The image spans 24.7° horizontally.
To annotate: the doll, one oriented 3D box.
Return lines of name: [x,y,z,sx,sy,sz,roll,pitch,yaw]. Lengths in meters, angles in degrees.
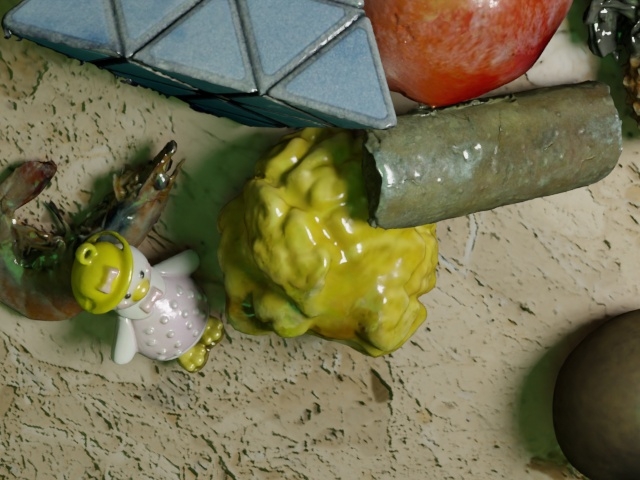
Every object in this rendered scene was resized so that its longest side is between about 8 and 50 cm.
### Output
doll: [-0.163,0.054,1.359,0.129,0.081,0.207,-55,140,-8]

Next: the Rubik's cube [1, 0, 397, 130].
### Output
Rubik's cube: [-0.071,-0.179,1.180,0.233,0.229,0.228,-26,112,28]

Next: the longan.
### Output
longan: [0.308,0.153,1.391,0.167,0.167,0.187,36,130,-14]

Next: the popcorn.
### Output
popcorn: [0.000,0.000,1.327,0.203,0.226,0.200,11,82,37]

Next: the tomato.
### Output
tomato: [0.109,-0.210,1.203,0.208,0.208,0.184,-21,107,9]

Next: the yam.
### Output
yam: [0.139,-0.074,1.264,0.259,0.106,0.106,-11,116,-26]

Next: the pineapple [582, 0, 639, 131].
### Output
pineapple: [0.289,-0.191,1.268,0.119,0.111,0.237,-36,105,-8]

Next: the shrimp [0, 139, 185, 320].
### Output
shrimp: [-0.230,-0.023,1.370,0.143,0.052,0.251,42,108,-13]
